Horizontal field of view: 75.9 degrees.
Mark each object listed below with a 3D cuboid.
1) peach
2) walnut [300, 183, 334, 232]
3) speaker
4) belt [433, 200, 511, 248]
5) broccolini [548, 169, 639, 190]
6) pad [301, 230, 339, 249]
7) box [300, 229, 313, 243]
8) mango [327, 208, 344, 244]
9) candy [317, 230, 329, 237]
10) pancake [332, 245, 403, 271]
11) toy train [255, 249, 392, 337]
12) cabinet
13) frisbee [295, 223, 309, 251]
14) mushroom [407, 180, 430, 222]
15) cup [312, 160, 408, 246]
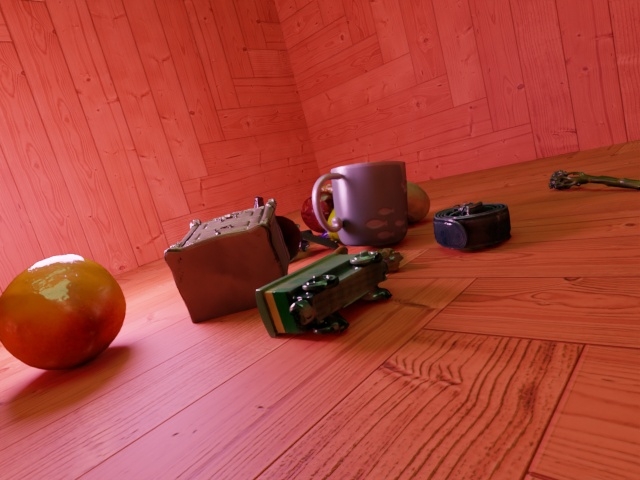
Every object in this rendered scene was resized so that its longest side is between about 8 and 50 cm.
[{"bbox_3d":[-0.656,0.196,1.046,0.289,0.288,0.308,-20,49,-25],"label":"peach"},{"bbox_3d":[0.012,-0.158,2.046,0.222,0.243,0.269,-2,-3,-38],"label":"walnut"},{"bbox_3d":[-0.244,-0.033,1.687,0.198,0.259,0.330,-33,17,-23],"label":"speaker"},{"bbox_3d":[0.426,-0.048,1.167,0.207,0.116,0.267,-6,10,24],"label":"belt"},{"bbox_3d":[0.959,-0.198,1.437,0.074,0.078,0.392,-6,15,-10],"label":"broccolini"},{"bbox_3d":[0.000,0.000,1.640,0.158,0.003,0.235,18,8,-7],"label":"pad"},{"bbox_3d":[-0.139,0.003,1.957,0.160,0.050,0.230,-11,11,22],"label":"box"},{"bbox_3d":[0.128,-0.119,1.640,0.143,0.293,0.175,25,0,-17],"label":"mango"},{"bbox_3d":[0.119,-0.059,1.858,0.275,0.070,0.145,-20,-2,34],"label":"candy"},{"bbox_3d":[0.137,0.050,1.248,0.197,0.054,0.377,-19,11,-29],"label":"pancake"},{"bbox_3d":[0.019,0.107,0.901,0.202,0.120,0.301,-9,11,44],"label":"toy train"},{"bbox_3d":[-0.249,0.039,1.230,0.290,0.227,0.318,-15,20,3],"label":"cabinet"},{"bbox_3d":[-0.118,0.009,1.803,0.188,0.012,0.211,11,55,39],"label":"frisbee"},{"bbox_3d":[0.317,-0.140,1.689,0.246,0.202,0.246,19,-16,6],"label":"mushroom"},{"bbox_3d":[0.133,-0.116,1.402,0.357,0.274,0.259,-8,4,-31],"label":"cup"}]
